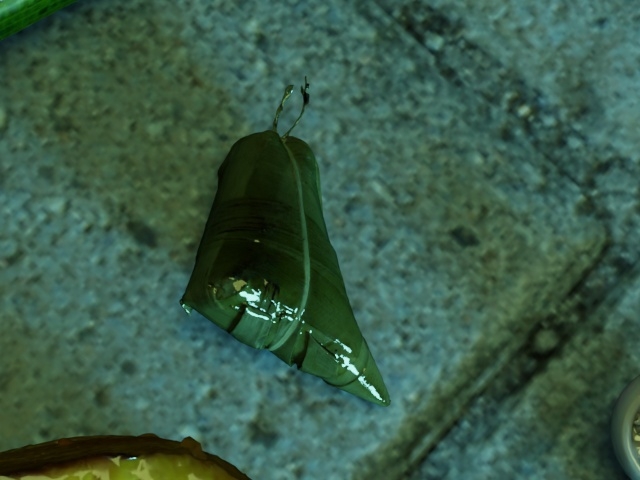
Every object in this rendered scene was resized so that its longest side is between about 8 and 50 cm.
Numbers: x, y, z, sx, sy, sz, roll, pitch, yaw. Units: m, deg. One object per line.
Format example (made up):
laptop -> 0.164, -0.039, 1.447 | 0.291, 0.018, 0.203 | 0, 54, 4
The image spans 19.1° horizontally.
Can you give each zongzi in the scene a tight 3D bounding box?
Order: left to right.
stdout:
zongzi -> 0.000, 0.000, 1.024 | 0.130, 0.062, 0.154 | 29, 54, -22

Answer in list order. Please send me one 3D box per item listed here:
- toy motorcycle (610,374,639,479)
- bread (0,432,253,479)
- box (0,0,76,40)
toy motorcycle -> 0.231, 0.181, 0.987 | 0.112, 0.112, 0.254 | -36, 84, -17
bread -> -0.122, 0.228, 0.861 | 0.312, 0.172, 0.312 | 3, 72, -11
box -> -0.086, -0.229, 1.038 | 0.345, 0.097, 0.134 | -32, 87, -18
